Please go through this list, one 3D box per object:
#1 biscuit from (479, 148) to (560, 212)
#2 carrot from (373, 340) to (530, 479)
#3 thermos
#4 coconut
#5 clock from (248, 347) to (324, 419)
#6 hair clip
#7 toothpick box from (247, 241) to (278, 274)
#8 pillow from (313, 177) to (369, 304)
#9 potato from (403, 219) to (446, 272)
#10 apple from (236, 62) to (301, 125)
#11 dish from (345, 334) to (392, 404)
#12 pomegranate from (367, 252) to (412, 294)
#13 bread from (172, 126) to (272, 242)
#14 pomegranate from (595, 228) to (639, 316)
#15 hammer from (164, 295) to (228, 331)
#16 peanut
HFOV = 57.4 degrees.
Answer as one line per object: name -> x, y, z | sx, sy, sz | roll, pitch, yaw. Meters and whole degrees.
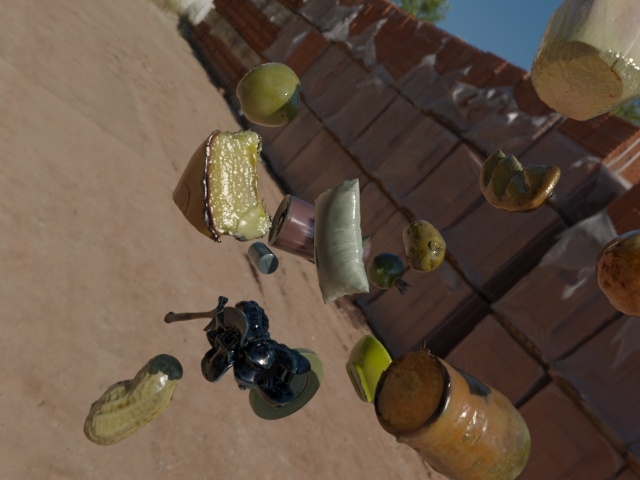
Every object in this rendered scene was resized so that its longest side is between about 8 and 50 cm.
biscuit -> 0.503, -0.155, 1.548 | 0.045, 0.154, 0.299 | 38, 4, -24
carrot -> 0.294, 0.392, 1.257 | 0.340, 0.224, 0.224 | 39, 13, -30
thermos -> 0.000, 0.000, 1.570 | 0.264, 0.176, 0.146 | 23, 48, -18
coconut -> 0.573, -0.394, 1.214 | 0.239, 0.244, 0.239 | 27, -23, 12
clock -> -0.095, 0.405, 1.650 | 0.235, 0.235, 0.029 | 35, 4, -44
hair clip -> -0.175, 0.272, 1.482 | 0.206, 0.195, 0.310 | 17, 15, -44
toothpick box -> -0.135, 0.040, 1.369 | 0.052, 0.052, 0.083 | 38, 2, -32
pillow -> 0.044, 0.004, 1.256 | 0.078, 0.144, 0.254 | 7, 75, -43
potato -> 0.317, 0.017, 1.787 | 0.137, 0.137, 0.176 | 35, 41, -44
apple -> -0.144, -0.425, 1.721 | 0.200, 0.200, 0.200 | 43, 11, -11
dish -> 0.163, 0.455, 1.943 | 0.263, 0.108, 0.221 | 69, -19, -2
pomegranate -> 0.238, 0.108, 1.977 | 0.159, 0.130, 0.129 | 17, -2, 25
bread -> -0.152, -0.084, 0.998 | 0.140, 0.169, 0.160 | -4, 54, -41
pomegranate -> 0.850, 0.084, 1.532 | 0.248, 0.248, 0.248 | 43, 11, -11
hammer -> -0.400, 0.237, 1.839 | 0.033, 0.287, 0.111 | 34, 59, -39
peanut -> -0.512, 0.441, 1.621 | 0.153, 0.325, 0.140 | 47, -1, 23
